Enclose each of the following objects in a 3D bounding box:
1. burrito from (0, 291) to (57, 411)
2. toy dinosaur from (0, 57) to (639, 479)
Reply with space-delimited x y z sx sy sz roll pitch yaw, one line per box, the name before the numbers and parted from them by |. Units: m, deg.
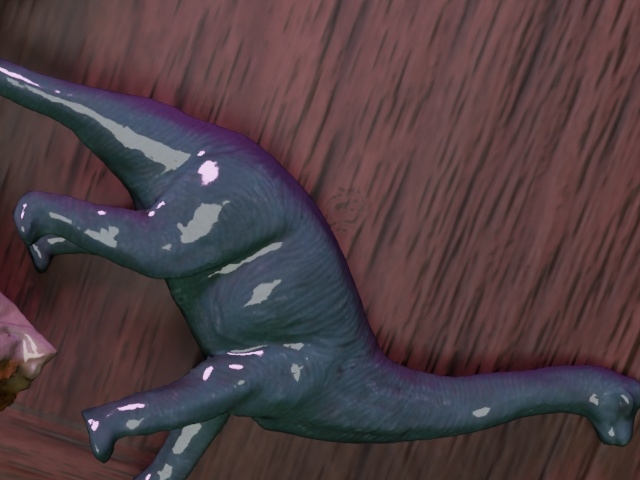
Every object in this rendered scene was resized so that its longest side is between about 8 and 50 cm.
burrito | -0.320 -0.027 0.699 0.392 0.076 0.117 39 93 -5
toy dinosaur | 0.000 0.000 0.796 0.331 0.129 0.383 -21 101 -10
